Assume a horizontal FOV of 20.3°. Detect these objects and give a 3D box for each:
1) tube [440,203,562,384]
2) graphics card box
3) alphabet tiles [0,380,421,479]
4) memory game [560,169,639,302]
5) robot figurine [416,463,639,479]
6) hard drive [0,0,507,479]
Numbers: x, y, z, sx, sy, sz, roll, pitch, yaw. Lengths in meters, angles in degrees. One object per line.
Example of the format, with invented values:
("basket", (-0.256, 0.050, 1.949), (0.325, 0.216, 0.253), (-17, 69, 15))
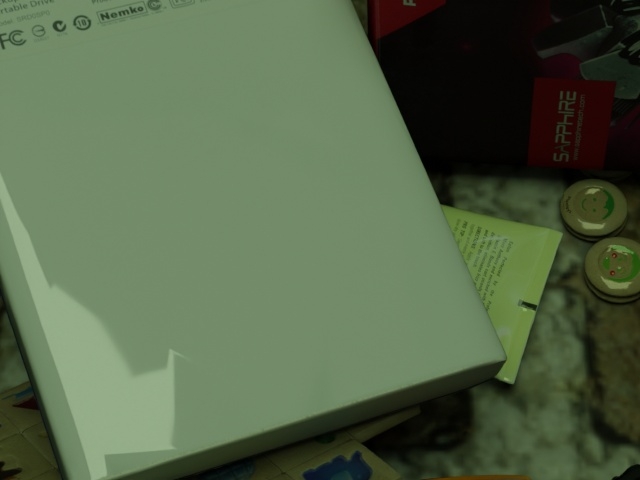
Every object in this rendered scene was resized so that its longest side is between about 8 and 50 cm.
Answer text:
("tube", (0.000, 0.000, 0.940), (0.240, 0.062, 0.070), (17, 105, 7))
("graphics card box", (0.207, -0.130, 0.884), (0.371, 0.233, 0.094), (3, 56, 4))
("alphabet tiles", (-0.081, 0.103, 0.848), (0.237, 0.009, 0.198), (-24, 32, -26))
("memory game", (0.221, -0.019, 0.960), (0.186, 0.012, 0.186), (-1, 59, 2))
("robot figurine", (0.105, 0.193, 0.799), (0.291, 0.085, 0.211), (-4, 60, 1))
("hard drive", (-0.068, -0.051, 0.865), (0.210, 0.040, 0.318), (-16, 69, -17))
